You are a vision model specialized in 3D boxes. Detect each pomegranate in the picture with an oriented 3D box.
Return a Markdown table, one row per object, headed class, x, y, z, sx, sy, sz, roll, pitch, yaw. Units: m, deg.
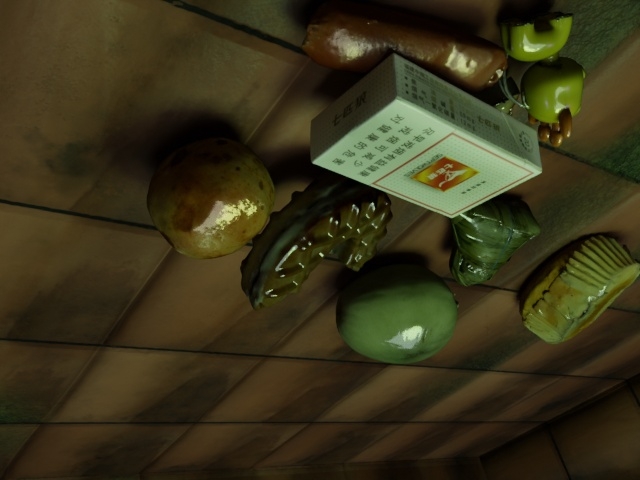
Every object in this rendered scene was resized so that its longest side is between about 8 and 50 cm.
| class | x | y | z | sx | sy | sz | roll | pitch | yaw |
| --- | --- | --- | --- | --- | --- | --- | --- | --- | --- |
| pomegranate | -0.184 | -0.066 | 1.152 | 0.216 | 0.215 | 0.215 | -11 | 147 | -7 |

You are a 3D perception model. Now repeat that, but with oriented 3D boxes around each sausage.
| class | x | y | z | sx | sy | sz | roll | pitch | yaw |
| --- | --- | --- | --- | --- | --- | --- | --- | --- | --- |
| sausage | 0.135 | -0.299 | 1.035 | 0.349 | 0.093 | 0.097 | 4 | 141 | -23 |

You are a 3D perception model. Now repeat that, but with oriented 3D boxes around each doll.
| class | x | y | z | sx | sy | sz | roll | pitch | yaw |
| --- | --- | --- | --- | --- | --- | --- | --- | --- | --- |
| doll | 0.372 | -0.264 | 1.105 | 0.136 | 0.143 | 0.220 | -16 | 114 | -5 |

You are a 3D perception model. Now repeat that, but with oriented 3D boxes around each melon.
| class | x | y | z | sx | sy | sz | roll | pitch | yaw |
| --- | --- | --- | --- | --- | --- | --- | --- | --- | --- |
| melon | 0.194 | 0.184 | 1.657 | 0.308 | 0.271 | 0.271 | -15 | 148 | 8 |

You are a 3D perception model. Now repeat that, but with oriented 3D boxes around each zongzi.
| class | x | y | z | sx | sy | sz | roll | pitch | yaw |
| --- | --- | --- | --- | --- | --- | --- | --- | --- | --- |
| zongzi | 0.331 | 0.000 | 1.555 | 0.275 | 0.125 | 0.250 | 7 | 134 | -28 |

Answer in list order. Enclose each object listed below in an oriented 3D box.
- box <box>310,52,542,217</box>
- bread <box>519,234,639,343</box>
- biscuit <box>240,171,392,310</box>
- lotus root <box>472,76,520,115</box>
| class | x | y | z | sx | sy | sz | roll | pitch | yaw |
| --- | --- | --- | --- | --- | --- | --- | --- | --- | --- |
| box | 0.175 | -0.155 | 1.102 | 0.330 | 0.095 | 0.210 | 19 | 149 | -31 |
| bread | 0.725 | 0.140 | 1.911 | 0.236 | 0.183 | 0.388 | -13 | 145 | -35 |
| biscuit | 0.012 | -0.015 | 1.303 | 0.366 | 0.115 | 0.268 | -25 | 151 | -44 |
| lotus root | 0.240 | -0.201 | 1.259 | 0.261 | 0.074 | 0.170 | -19 | 148 | 2 |
